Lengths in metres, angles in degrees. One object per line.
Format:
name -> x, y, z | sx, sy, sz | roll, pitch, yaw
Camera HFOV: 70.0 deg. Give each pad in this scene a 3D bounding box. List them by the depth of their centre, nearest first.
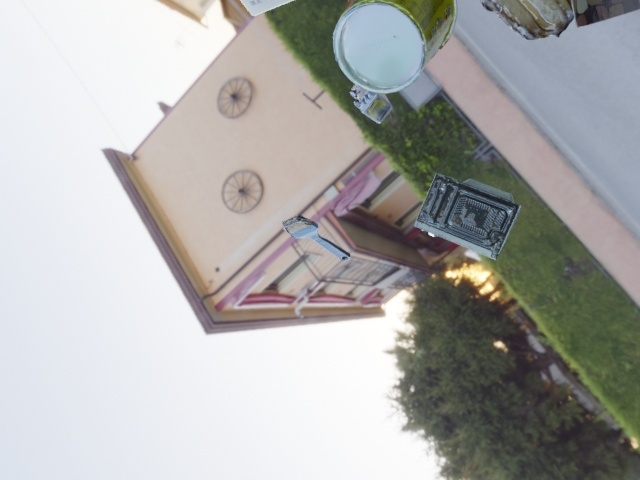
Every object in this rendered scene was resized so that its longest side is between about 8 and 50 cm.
pad -> 0.431, -0.420, 0.696 | 0.003, 0.235, 0.158 | 1, 113, 56

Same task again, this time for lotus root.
lotus root -> 0.349, -0.495, 0.821 | 0.329, 0.167, 0.078 | 28, -144, -29

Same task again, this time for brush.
brush -> 0.000, 0.000, 0.783 | 0.164, 0.051, 0.014 | 32, -132, -42

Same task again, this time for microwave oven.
microwave oven -> 0.356, -0.063, 1.104 | 0.208, 0.162, 0.122 | 25, -167, 18

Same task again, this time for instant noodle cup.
instant noodle cup -> 0.121, -0.363, 0.780 | 0.205, 0.205, 0.153 | 42, -129, -21

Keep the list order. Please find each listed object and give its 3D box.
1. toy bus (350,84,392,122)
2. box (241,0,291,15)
toy bus -> 0.124, -0.353, 1.117 | 0.075, 0.064, 0.190 | 29, -153, -19
box -> -0.151, -0.617, 0.971 | 0.259, 0.168, 0.071 | 38, -129, -56
